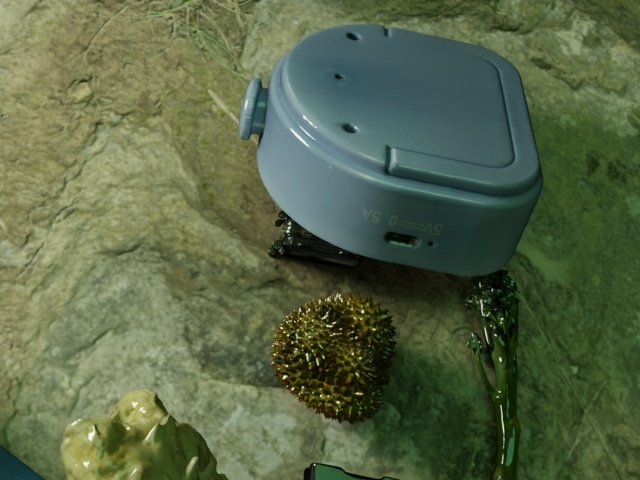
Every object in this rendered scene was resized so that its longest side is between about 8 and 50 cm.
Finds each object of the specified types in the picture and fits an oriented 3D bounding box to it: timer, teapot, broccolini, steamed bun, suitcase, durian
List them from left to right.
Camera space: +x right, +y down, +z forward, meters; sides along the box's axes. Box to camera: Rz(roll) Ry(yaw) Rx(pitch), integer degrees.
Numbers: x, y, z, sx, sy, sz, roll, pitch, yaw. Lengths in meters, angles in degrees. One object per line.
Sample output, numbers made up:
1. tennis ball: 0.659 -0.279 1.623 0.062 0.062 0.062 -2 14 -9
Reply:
1. steamed bun: -0.166 0.299 1.086 0.137 0.292 0.295 -8 67 26
2. suitcase: 0.000 0.000 1.362 0.126 0.086 0.059 12 81 -5
3. durian: 0.020 0.138 1.286 0.168 0.137 0.158 28 44 17
4. teapot: 0.036 0.324 1.229 0.177 0.087 0.096 12 70 -5
5. timer: 0.081 -0.124 1.342 0.395 0.173 0.395 9 39 -7
6. broccolini: 0.212 0.221 1.324 0.079 0.074 0.392 31 57 -43

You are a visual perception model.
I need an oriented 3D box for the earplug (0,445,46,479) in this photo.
1. earplug: -0.367 0.291 1.150 0.273 0.132 0.132 37 66 11
